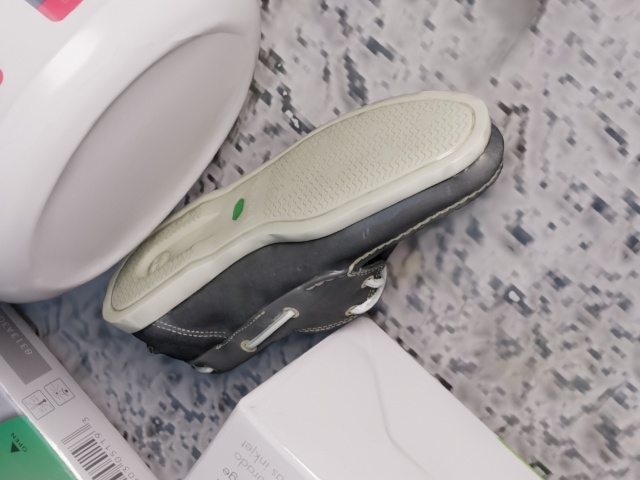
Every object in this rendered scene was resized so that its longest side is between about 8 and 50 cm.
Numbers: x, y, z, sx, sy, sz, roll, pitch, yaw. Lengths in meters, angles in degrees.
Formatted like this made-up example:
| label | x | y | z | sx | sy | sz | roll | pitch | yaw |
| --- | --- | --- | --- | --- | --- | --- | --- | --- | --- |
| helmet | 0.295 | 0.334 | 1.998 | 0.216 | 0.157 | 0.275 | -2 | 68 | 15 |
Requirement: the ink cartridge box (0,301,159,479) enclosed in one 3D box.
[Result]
| label | x | y | z | sx | sy | sz | roll | pitch | yaw |
| --- | --- | --- | --- | --- | --- | --- | --- | --- | --- |
| ink cartridge box | -0.204 | 0.157 | 1.048 | 0.181 | 0.056 | 0.225 | 48 | 127 | 8 |

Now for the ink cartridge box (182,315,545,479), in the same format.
| label | x | y | z | sx | sy | sz | roll | pitch | yaw |
| --- | --- | --- | --- | --- | --- | --- | --- | --- | --- |
| ink cartridge box | -0.017 | 0.234 | 0.909 | 0.207 | 0.119 | 0.353 | 42 | 128 | 10 |

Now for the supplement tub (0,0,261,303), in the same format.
| label | x | y | z | sx | sy | sz | roll | pitch | yaw |
| --- | --- | --- | --- | --- | --- | --- | --- | --- | --- |
| supplement tub | -0.181 | -0.118 | 0.819 | 0.272 | 0.191 | 0.191 | 39 | 127 | 14 |

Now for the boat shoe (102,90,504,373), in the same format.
| label | x | y | z | sx | sy | sz | roll | pitch | yaw |
| --- | --- | --- | --- | --- | --- | --- | --- | --- | --- |
| boat shoe | 0.000 | 0.000 | 0.833 | 0.233 | 0.084 | 0.079 | -28 | 120 | 34 |
